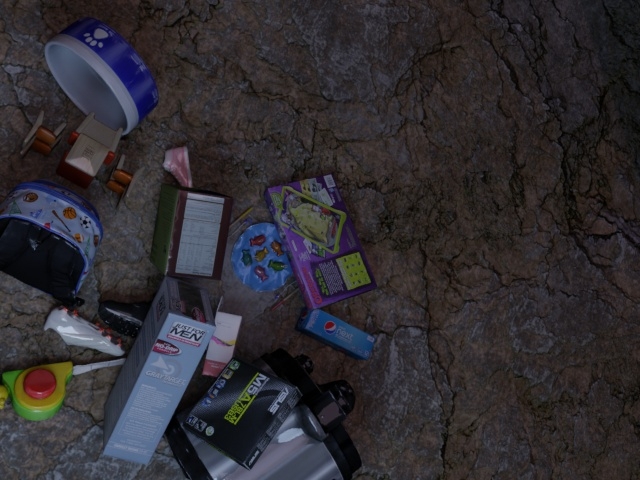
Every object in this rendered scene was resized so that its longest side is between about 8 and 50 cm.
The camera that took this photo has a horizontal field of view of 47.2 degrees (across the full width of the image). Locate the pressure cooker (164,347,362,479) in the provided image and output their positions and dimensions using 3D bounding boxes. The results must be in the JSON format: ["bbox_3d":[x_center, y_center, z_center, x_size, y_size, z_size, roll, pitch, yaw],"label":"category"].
[{"bbox_3d":[-0.103,0.459,1.705,0.420,0.370,0.375,-33,128,-16],"label":"pressure cooker"}]

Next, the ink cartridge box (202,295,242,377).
[{"bbox_3d":[-0.238,0.245,1.830,0.067,0.115,0.198,12,78,-2],"label":"ink cartridge box"}]

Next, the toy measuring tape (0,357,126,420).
[{"bbox_3d":[-0.577,0.340,1.668,0.330,0.121,0.121,-4,85,-31],"label":"toy measuring tape"}]

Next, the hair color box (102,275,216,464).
[{"bbox_3d":[-0.367,0.289,1.643,0.114,0.185,0.374,21,106,-22],"label":"hair color box"}]

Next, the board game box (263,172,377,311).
[{"bbox_3d":[0.000,0.000,1.980,0.208,0.056,0.346,-15,79,-32],"label":"board game box"}]

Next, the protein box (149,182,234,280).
[{"bbox_3d":[-0.313,-0.023,1.765,0.136,0.200,0.201,8,95,-24],"label":"protein box"}]

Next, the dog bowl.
[{"bbox_3d":[-0.508,-0.380,1.704,0.265,0.265,0.104,47,65,-13],"label":"dog bowl"}]

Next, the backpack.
[{"bbox_3d":[-0.604,-0.007,1.616,0.276,0.263,0.213,25,58,-21],"label":"backpack"}]

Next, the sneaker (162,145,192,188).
[{"bbox_3d":[-0.366,-0.172,1.867,0.070,0.051,0.134,-8,90,-17],"label":"sneaker"}]

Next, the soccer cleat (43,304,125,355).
[{"bbox_3d":[-0.554,0.225,1.725,0.196,0.068,0.076,36,90,-19],"label":"soccer cleat"}]

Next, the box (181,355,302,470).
[{"bbox_3d":[-0.165,0.355,1.533,0.190,0.184,0.045,-52,140,-23],"label":"box"}]

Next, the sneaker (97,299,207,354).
[{"bbox_3d":[-0.400,0.182,1.793,0.283,0.107,0.124,25,59,-24],"label":"sneaker"}]

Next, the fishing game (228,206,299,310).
[{"bbox_3d":[-0.144,0.044,1.950,0.189,0.041,0.264,-37,100,-21],"label":"fishing game"}]

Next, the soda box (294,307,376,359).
[{"bbox_3d":[0.041,0.253,1.992,0.210,0.071,0.067,29,70,-19],"label":"soda box"}]

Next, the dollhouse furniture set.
[{"bbox_3d":[-0.544,-0.177,1.667,0.262,0.259,0.135,30,63,-18],"label":"dollhouse furniture set"}]
